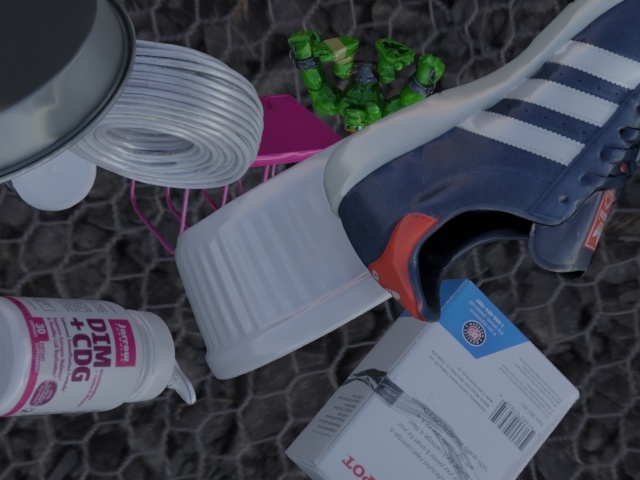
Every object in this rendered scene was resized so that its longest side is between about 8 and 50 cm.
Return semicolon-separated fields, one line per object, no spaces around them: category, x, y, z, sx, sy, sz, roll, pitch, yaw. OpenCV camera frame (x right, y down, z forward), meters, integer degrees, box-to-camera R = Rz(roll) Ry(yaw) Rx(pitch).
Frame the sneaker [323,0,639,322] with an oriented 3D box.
sneaker;0.178;-0.063;0.775;0.350;0.131;0.148;-32;68;18

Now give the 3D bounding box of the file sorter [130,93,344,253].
file sorter;-0.138;-0.104;1.878;0.291;0.202;0.182;-9;125;-32

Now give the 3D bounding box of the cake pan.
cake pan;-0.307;-0.160;1.006;0.293;0.054;0.293;-5;48;6

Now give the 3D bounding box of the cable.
cable;-0.193;-0.141;1.343;0.257;0.257;0.089;12;72;-15

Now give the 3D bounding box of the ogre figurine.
ogre figurine;0.058;-0.201;1.502;0.197;0.118;0.097;-1;43;1

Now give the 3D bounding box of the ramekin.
ramekin;0.000;0.000;1.005;0.273;0.273;0.127;-28;91;2

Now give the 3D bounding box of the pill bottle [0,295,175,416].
pill bottle;-0.351;0.161;1.635;0.160;0.283;0.160;-4;84;39

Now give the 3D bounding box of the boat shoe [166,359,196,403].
boat shoe;-0.236;0.221;1.863;0.035;0.035;0.100;-24;78;-35

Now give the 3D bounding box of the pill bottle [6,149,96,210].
pill bottle;-0.433;-0.124;1.819;0.130;0.246;0.130;-4;101;-21

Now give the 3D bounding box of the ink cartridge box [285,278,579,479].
ink cartridge box;0.143;0.235;1.495;0.223;0.129;0.307;45;74;-13
